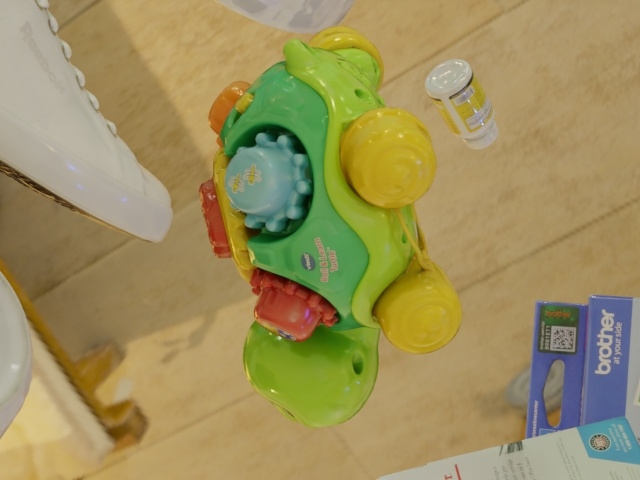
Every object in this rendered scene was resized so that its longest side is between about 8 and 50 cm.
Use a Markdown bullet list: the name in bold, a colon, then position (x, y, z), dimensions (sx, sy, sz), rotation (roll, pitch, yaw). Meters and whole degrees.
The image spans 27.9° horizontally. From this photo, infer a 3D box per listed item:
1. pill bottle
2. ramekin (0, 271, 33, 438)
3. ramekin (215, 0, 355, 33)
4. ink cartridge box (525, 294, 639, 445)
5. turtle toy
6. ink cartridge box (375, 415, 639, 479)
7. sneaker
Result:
- **pill bottle**: position (0.187, -0.173, 1.672), dimensions (0.065, 0.065, 0.116), rotation (-16, 132, 24)
- **ramekin**: position (-0.368, 0.095, 1.089), dimensions (0.273, 0.273, 0.127), rotation (43, 123, -9)
- **ramekin**: position (-0.042, -0.302, 0.965), dimensions (0.277, 0.277, 0.135), rotation (43, 122, -9)
- **ink cartridge box**: position (0.344, 0.150, 1.176), dimensions (0.311, 0.065, 0.185), rotation (4, 81, 14)
- **turtle toy**: position (0.000, 0.000, 0.395), dimensions (0.066, 0.095, 0.130), rotation (-14, 119, -4)
- **ink cartridge box**: position (0.134, 0.191, 0.862), dimensions (0.180, 0.104, 0.060), rotation (-14, 122, 3)
- **sneaker**: position (-0.169, -0.106, 0.711), dimensions (0.290, 0.123, 0.106), rotation (40, 167, -37)
